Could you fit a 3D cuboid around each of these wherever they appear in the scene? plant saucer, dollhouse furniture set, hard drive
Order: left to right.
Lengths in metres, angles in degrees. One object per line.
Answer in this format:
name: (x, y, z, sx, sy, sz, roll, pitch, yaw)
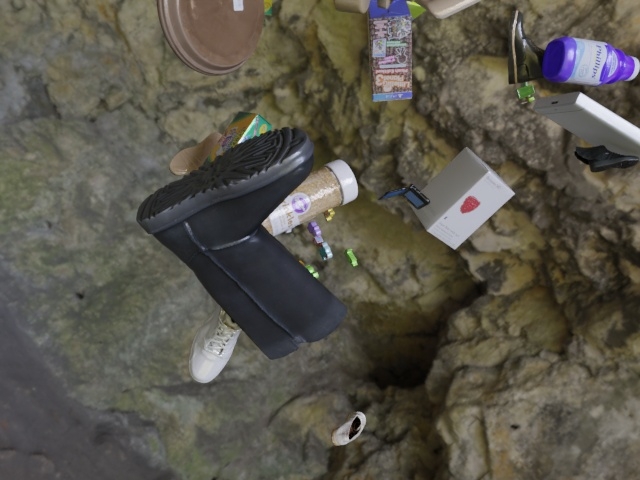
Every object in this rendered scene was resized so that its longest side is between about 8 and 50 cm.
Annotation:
plant saucer: (-0.213, -0.485, 1.207, 0.041, 0.278, 0.278, 16, -31, 38)
dollhouse furniture set: (0.749, -0.548, 2.157, 0.151, 0.058, 0.076, -59, 131, -74)
hard drive: (0.864, -0.347, 1.798, 0.353, 0.047, 0.233, 26, 3, -13)

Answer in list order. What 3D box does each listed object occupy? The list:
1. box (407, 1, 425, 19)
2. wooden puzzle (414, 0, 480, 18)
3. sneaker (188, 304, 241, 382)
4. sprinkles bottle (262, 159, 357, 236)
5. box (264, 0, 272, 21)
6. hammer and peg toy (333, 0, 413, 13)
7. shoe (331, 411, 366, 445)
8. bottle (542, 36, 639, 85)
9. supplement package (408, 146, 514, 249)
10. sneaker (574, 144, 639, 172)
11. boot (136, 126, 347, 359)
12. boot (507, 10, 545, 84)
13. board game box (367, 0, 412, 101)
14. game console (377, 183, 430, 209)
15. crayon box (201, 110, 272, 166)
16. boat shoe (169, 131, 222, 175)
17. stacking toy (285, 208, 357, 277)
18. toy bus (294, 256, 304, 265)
box: (0.315, -0.868, 2.210, 0.178, 0.109, 0.042, -16, -102, 60)
wooden puzzle: (0.377, -0.712, 1.563, 0.080, 0.322, 0.348, 63, 1, -44)
sneaker: (-0.240, 0.217, 1.420, 0.108, 0.292, 0.169, 27, -9, -6)
sprinkles bottle: (-0.077, -0.096, 1.547, 0.121, 0.355, 0.121, 53, -21, 30)
box: (-0.166, -0.600, 1.363, 0.043, 0.105, 0.179, 34, -51, 46)
hammer and peg toy: (0.154, -0.611, 1.147, 0.127, 0.361, 0.266, 20, -35, 17)
shoe: (0.108, 0.617, 1.906, 0.219, 0.058, 0.076, -10, 80, -63)
bottle: (0.740, -0.479, 1.579, 0.092, 0.283, 0.118, -148, -119, -64)
supplement package: (0.500, -0.149, 2.077, 0.177, 0.293, 0.175, 29, 24, -35)
sneaker: (0.887, -0.263, 1.802, 0.051, 0.170, 0.089, 61, 22, -60)
boot: (-0.074, 0.032, 1.124, 0.445, 0.367, 0.146, 54, 30, -31)
boot: (0.598, -0.545, 1.630, 0.077, 0.137, 0.198, -49, 137, -63)
board game box: (0.244, -0.679, 2.059, 0.232, 0.141, 0.291, -87, 172, -53)
game console: (0.228, -0.110, 1.597, 0.107, 0.071, 0.122, 43, -7, -1)
crayon box: (-0.316, -0.342, 2.160, 0.081, 0.278, 0.165, 37, -8, -35)
boat shoe: (-0.508, -0.343, 2.389, 0.103, 0.285, 0.092, 47, -33, -5)
stacking toy: (0.000, 0.000, 1.769, 0.221, 0.167, 0.052, 62, -30, 15)
toy bus: (-0.179, 0.143, 1.820, 0.220, 0.211, 0.149, 15, 51, -34)
